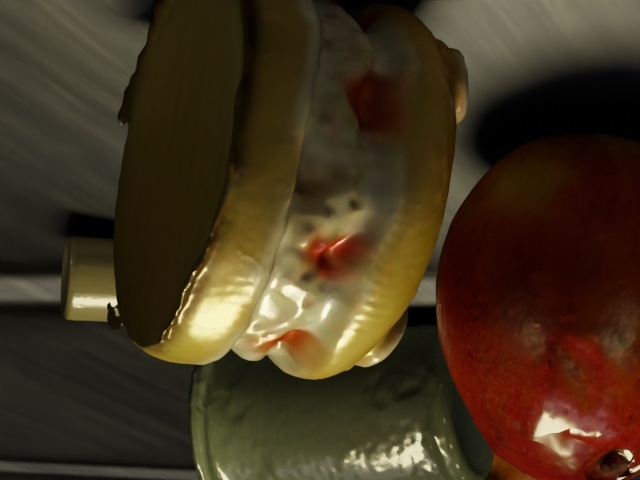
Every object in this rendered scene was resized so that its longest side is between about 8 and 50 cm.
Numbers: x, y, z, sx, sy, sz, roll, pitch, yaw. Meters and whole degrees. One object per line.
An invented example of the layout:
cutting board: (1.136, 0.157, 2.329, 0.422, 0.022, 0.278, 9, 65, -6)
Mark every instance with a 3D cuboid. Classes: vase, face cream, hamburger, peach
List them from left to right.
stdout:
face cream: (-0.084, 0.047, 1.495, 0.341, 0.084, 0.137, 4, 163, -15)
hamburger: (-0.025, -0.042, 0.989, 0.186, 0.261, 0.302, 12, 178, -25)
vase: (0.034, 0.201, 1.650, 0.291, 0.245, 0.245, -7, 156, 22)
peach: (0.204, 0.058, 1.137, 0.238, 0.281, 0.281, 8, 160, 0)

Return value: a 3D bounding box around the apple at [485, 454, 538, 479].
apple: (0.216, 0.359, 1.926, 0.299, 0.299, 0.275, -2, 144, 23)
